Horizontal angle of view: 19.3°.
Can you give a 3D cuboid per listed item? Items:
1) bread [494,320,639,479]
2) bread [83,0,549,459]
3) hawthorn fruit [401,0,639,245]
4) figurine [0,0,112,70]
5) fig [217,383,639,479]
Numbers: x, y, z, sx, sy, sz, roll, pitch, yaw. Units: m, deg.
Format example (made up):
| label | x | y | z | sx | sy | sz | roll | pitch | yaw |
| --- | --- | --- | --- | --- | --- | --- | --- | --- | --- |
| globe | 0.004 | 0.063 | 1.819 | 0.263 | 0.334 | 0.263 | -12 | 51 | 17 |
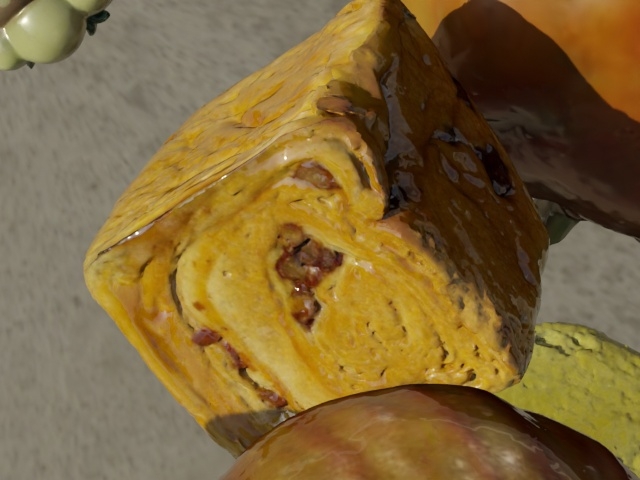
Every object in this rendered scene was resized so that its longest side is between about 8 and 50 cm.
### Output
| label | x | y | z | sx | sy | sz | roll | pitch | yaw |
| --- | --- | --- | --- | --- | --- | --- | --- | --- | --- |
| bread | 0.166 | 0.190 | 1.282 | 0.270 | 0.270 | 0.148 | -5 | 144 | -10 |
| bread | 0.000 | 0.000 | 0.808 | 0.158 | 0.143 | 0.149 | -23 | 110 | 27 |
| hawthorn fruit | 0.183 | -0.165 | 0.987 | 0.403 | 0.403 | 0.403 | -2 | 100 | -11 |
| figurine | -0.184 | -0.149 | 0.882 | 0.197 | 0.093 | 0.147 | 23 | 105 | -39 |
| fig | 0.031 | 0.142 | 0.466 | 0.175 | 0.207 | 0.175 | -7 | 117 | -13 |
